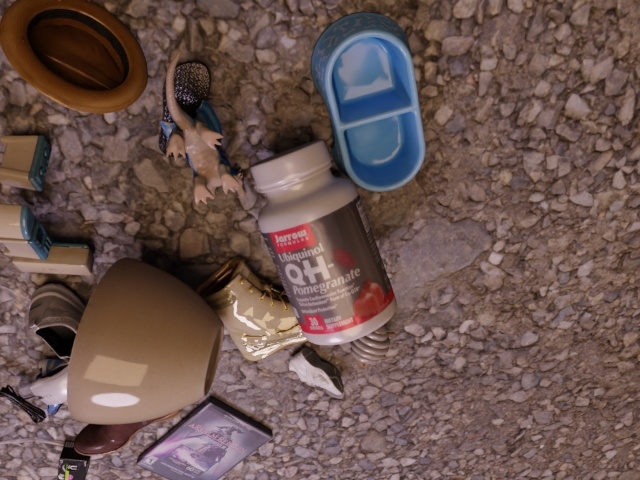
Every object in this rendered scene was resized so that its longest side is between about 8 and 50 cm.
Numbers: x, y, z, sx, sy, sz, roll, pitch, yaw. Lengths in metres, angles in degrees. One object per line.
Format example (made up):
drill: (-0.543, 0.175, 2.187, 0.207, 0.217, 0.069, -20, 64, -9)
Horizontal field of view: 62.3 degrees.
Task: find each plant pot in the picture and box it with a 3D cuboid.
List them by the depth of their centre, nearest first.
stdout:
plant pot: (-0.276, 0.188, 0.918, 0.191, 0.284, 0.284, 13, 119, -1)

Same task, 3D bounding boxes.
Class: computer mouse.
computer mouse: (-0.543, 0.300, 1.049, 0.193, 0.042, 0.106, -29, 109, 19)

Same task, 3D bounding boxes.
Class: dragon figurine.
dragon figurine: (-0.190, -0.154, 0.814, 0.085, 0.144, 0.289, -26, 130, -2)

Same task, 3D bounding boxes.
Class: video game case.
video game case: (-0.280, 0.501, 1.280, 0.274, 0.026, 0.196, -41, 118, 18)

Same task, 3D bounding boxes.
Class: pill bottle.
pill bottle: (0.000, 0.000, 0.898, 0.176, 0.176, 0.318, -20, 103, 5)

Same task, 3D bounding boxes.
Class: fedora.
fedora: (-0.351, -0.255, 0.757, 0.194, 0.194, 0.079, 30, 149, -23)

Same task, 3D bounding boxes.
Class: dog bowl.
dog bowl: (0.087, -0.211, 0.867, 0.166, 0.074, 0.297, -15, 123, 1)

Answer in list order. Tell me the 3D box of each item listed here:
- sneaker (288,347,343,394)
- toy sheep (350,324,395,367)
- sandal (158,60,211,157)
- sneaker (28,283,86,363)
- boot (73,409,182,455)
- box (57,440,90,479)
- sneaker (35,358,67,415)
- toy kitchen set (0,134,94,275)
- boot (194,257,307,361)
sneaker: (-0.008, 0.298, 1.182, 0.061, 0.053, 0.152, -36, 113, 24)
toy sheep: (0.109, 0.213, 1.124, 0.091, 0.091, 0.132, 13, 105, -15)
sandal: (-0.222, -0.214, 0.849, 0.067, 0.040, 0.179, 20, 131, -13)
sneaker: (-0.454, 0.213, 1.025, 0.105, 0.115, 0.281, -34, 122, 13)
boot: (-0.419, 0.354, 1.101, 0.248, 0.090, 0.207, -20, 146, -11)
box: (-0.573, 0.517, 1.234, 0.062, 0.052, 0.083, 11, 118, -14)
sneaker: (-0.562, 0.303, 1.107, 0.059, 0.053, 0.144, 13, 114, -8)
toy kitchen set: (-0.459, -0.053, 0.898, 0.122, 0.166, 0.207, 5, 157, -10)
boot: (-0.089, 0.108, 1.029, 0.262, 0.095, 0.203, -27, 119, 12)
